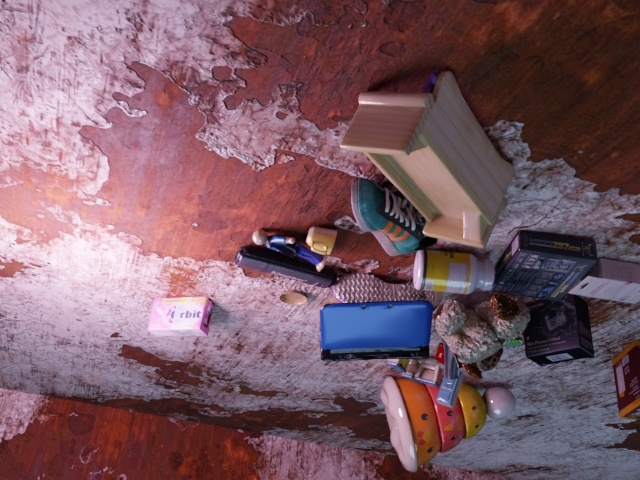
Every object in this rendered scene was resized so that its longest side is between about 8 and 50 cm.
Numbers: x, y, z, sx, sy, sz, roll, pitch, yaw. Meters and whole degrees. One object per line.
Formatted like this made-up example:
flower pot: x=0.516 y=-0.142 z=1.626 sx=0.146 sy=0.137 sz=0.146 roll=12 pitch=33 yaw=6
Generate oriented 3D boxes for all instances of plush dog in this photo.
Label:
plush dog: x=0.452 y=0.232 z=1.771 sx=0.225 sy=0.210 sz=0.262 roll=-33 pitch=159 yaw=16

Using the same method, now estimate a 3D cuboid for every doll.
doll: x=-0.076 y=0.017 z=1.632 sx=0.189 sy=0.046 sz=0.129 roll=23 pitch=165 yaw=-5

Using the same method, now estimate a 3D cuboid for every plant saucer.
plant saucer: x=-0.079 y=0.165 z=1.939 sx=0.084 sy=0.015 sz=0.083 roll=4 pitch=150 yaw=2

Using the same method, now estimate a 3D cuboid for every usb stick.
usb stick: x=-0.092 y=0.073 z=1.751 sx=0.278 sy=0.045 sz=0.077 roll=16 pitch=148 yaw=-18

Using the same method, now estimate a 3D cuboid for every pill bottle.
pill bottle: x=0.325 y=0.078 z=1.628 sx=0.184 sy=0.103 sz=0.103 roll=5 pitch=150 yaw=1

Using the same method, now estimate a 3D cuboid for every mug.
mug: x=0.001 y=-0.004 z=1.582 sx=0.064 sy=0.062 sz=0.078 roll=18 pitch=-175 yaw=-4

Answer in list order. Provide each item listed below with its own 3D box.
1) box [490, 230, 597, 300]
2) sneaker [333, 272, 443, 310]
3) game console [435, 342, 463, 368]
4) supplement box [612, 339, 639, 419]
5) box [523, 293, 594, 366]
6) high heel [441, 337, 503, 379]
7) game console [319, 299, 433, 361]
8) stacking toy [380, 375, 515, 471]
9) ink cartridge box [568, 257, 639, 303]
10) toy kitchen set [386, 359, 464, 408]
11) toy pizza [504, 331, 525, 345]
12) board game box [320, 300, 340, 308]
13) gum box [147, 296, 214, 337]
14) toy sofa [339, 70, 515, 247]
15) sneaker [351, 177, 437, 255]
box: x=0.534 y=0.066 z=1.611 sx=0.184 sy=0.059 sz=0.232 roll=8 pitch=151 yaw=1
sneaker: x=0.176 y=0.172 z=1.820 sx=0.294 sy=0.102 sz=0.146 roll=7 pitch=151 yaw=-2
game console: x=0.461 y=0.375 z=2.214 sx=0.124 sy=0.085 sz=0.144 roll=31 pitch=156 yaw=19
supplement box: x=1.006 y=0.433 z=2.036 sx=0.129 sy=0.194 sz=0.191 roll=4 pitch=150 yaw=3
box: x=0.643 y=0.244 z=1.805 sx=0.156 sy=0.158 sz=0.093 roll=-21 pitch=141 yaw=38
high heel: x=0.484 y=0.313 z=2.061 sx=0.261 sy=0.186 sz=0.093 roll=-12 pitch=-162 yaw=-34
game console: x=0.144 y=0.233 z=1.808 sx=0.294 sy=0.173 sz=0.250 roll=-1 pitch=-177 yaw=-1
stacking toy: x=0.486 y=0.626 z=2.450 sx=0.481 sy=0.350 sz=0.350 roll=-14 pitch=150 yaw=-4
ink cartridge box: x=0.716 y=0.098 z=1.634 sx=0.182 sy=0.061 sz=0.104 roll=9 pitch=150 yaw=-6
toy kitchen set: x=0.341 y=0.453 z=2.205 sx=0.207 sy=0.122 sz=0.166 roll=7 pitch=156 yaw=37
toy pizza: x=0.618 y=0.285 z=2.009 sx=0.202 sy=0.032 sz=0.201 roll=4 pitch=151 yaw=2
board game box: x=0.106 y=0.224 z=1.978 sx=0.170 sy=0.048 sz=0.141 roll=-13 pitch=144 yaw=31
gum box: x=-0.423 y=0.234 z=2.030 sx=0.189 sy=0.107 sz=0.062 roll=-4 pitch=149 yaw=16
toy sofa: x=0.212 y=-0.149 z=1.239 sx=0.150 sy=0.177 sz=0.362 roll=13 pitch=162 yaw=43
sneaker: x=0.164 y=-0.056 z=1.428 sx=0.121 sy=0.108 sz=0.302 roll=-10 pitch=155 yaw=24
